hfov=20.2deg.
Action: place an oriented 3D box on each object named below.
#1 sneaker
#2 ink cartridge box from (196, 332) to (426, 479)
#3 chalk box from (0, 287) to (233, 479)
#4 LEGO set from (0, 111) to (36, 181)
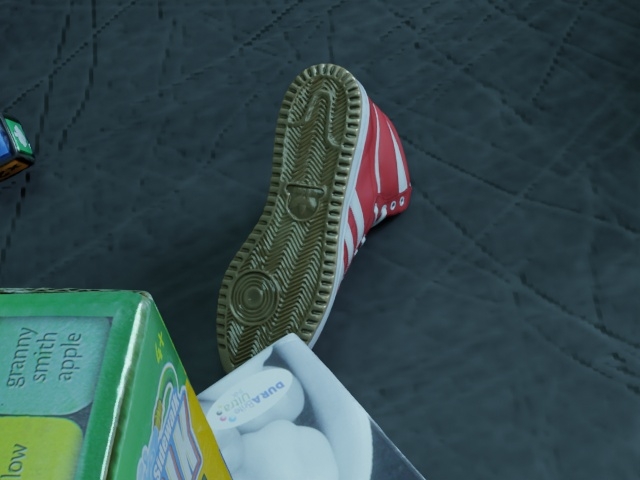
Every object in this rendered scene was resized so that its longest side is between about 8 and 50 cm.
[{"bbox_3d":[0.000,0.000,0.656,0.042,0.067,0.118,15,86,21],"label":"sneaker"},{"bbox_3d":[-0.032,0.155,0.529,0.206,0.045,0.208,-34,54,-15],"label":"ink cartridge box"},{"bbox_3d":[-0.095,0.095,0.422,0.132,0.213,0.132,-1,53,13],"label":"chalk box"},{"bbox_3d":[-0.227,-0.084,0.744,0.244,0.060,0.183,4,86,13],"label":"LEGO set"}]
